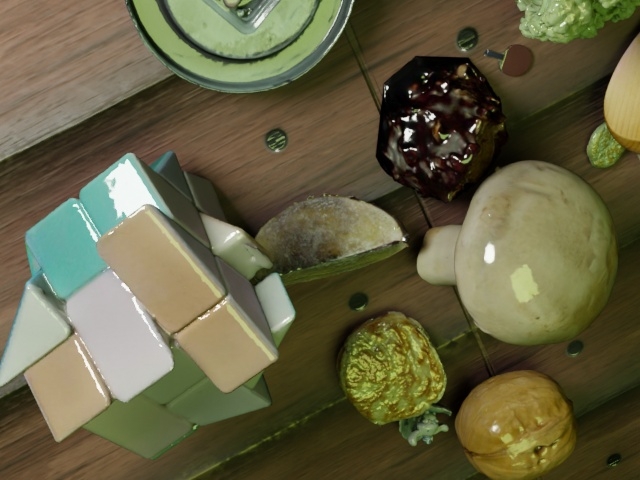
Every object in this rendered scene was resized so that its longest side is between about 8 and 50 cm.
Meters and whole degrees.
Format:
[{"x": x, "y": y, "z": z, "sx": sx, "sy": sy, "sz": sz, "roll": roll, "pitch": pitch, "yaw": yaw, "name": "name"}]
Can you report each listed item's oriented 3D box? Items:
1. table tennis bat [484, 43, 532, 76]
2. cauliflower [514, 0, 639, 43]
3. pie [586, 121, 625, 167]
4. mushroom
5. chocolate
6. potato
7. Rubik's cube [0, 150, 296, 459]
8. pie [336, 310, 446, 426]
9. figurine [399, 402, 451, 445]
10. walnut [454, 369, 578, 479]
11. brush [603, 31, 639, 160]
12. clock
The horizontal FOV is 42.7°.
[{"x": 0.296, "y": -0.287, "z": 1.289, "sx": 0.083, "sy": 0.007, "sz": 0.050, "roll": 9, "pitch": 112, "yaw": -22, "name": "table tennis bat"}, {"x": 0.360, "y": -0.419, "z": 1.146, "sx": 0.327, "sy": 0.281, "sz": 0.260, "roll": -45, "pitch": 145, "yaw": -20, "name": "cauliflower"}, {"x": 0.490, "y": -0.162, "z": 1.398, "sx": 0.085, "sy": 0.017, "sz": 0.085, "roll": -8, "pitch": 118, "yaw": -15, "name": "pie"}, {"x": 0.303, "y": 0.027, "z": 1.290, "sx": 0.292, "sy": 0.290, "sz": 0.292, "roll": 3, "pitch": 85, "yaw": -32, "name": "mushroom"}, {"x": 0.212, "y": -0.145, "z": 1.238, "sx": 0.206, "sy": 0.177, "sz": 0.224, "roll": -2, "pitch": 117, "yaw": -15, "name": "chocolate"}, {"x": -0.003, "y": 0.001, "z": 1.303, "sx": 0.261, "sy": 0.120, "sz": 0.100, "roll": -13, "pitch": 161, "yaw": -17, "name": "potato"}, {"x": -0.238, "y": 0.077, "z": 1.125, "sx": 0.358, "sy": 0.387, "sz": 0.368, "roll": -36, "pitch": 137, "yaw": 8, "name": "Rubik's cube"}, {"x": 0.121, "y": 0.228, "z": 1.441, "sx": 0.179, "sy": 0.084, "sz": 0.205, "roll": -31, "pitch": 113, "yaw": -3, "name": "pie"}, {"x": 0.196, "y": 0.339, "z": 1.516, "sx": 0.094, "sy": 0.082, "sz": 0.086, "roll": 20, "pitch": 86, "yaw": -27, "name": "figurine"}, {"x": 0.363, "y": 0.340, "z": 1.506, "sx": 0.222, "sy": 0.195, "sz": 0.195, "roll": -20, "pitch": 118, "yaw": -5, "name": "walnut"}, {"x": 0.578, "y": -0.245, "z": 1.315, "sx": 0.166, "sy": 0.174, "sz": 0.266, "roll": 19, "pitch": 87, "yaw": -41, "name": "brush"}, {"x": -0.109, "y": -0.361, "z": 1.107, "sx": 0.319, "sy": 0.066, "sz": 0.319, "roll": -7, "pitch": 117, "yaw": -13, "name": "clock"}]
